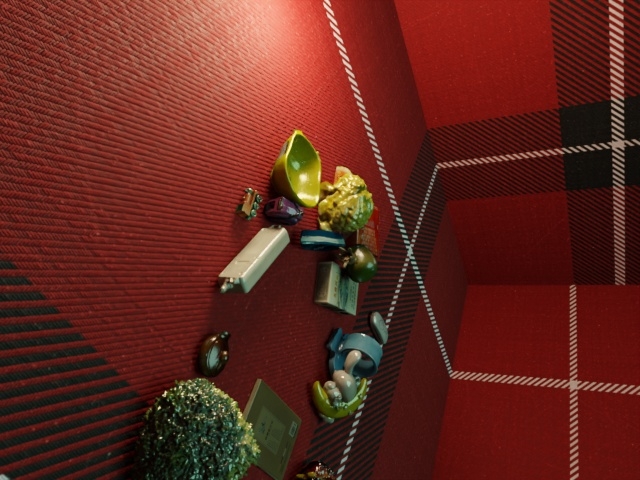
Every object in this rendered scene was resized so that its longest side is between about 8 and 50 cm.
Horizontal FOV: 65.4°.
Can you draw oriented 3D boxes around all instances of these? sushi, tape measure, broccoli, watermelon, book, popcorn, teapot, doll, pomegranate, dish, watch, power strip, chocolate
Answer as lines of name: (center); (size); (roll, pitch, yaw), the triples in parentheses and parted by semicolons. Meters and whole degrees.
sushi: (-0.018, 0.852, 1.724); (0.172, 0.153, 0.151); (28, 42, -33)
tape measure: (-0.119, -0.096, 1.643); (0.118, 0.125, 0.074); (24, 71, -43)
broccoli: (-0.270, 0.519, 1.183); (0.302, 0.249, 0.376); (19, 65, -56)
watermelon: (0.095, -0.237, 2.116); (0.094, 0.125, 0.135); (-28, 135, -27)
book: (-0.163, 0.615, 1.603); (0.310, 0.021, 0.217); (59, 40, -40)
popcorn: (0.086, -0.136, 1.968); (0.237, 0.251, 0.206); (58, -4, 18)
teapot: (-0.281, 0.309, 1.357); (0.098, 0.078, 0.129); (56, 41, -43)
doll: (0.077, 0.567, 1.893); (0.237, 0.111, 0.252); (-23, 113, -17)
pomegranate: (0.137, 0.085, 1.958); (0.191, 0.131, 0.152); (15, 40, -53)
dish: (-0.095, -0.234, 1.709); (0.221, 0.108, 0.263); (47, 41, -45)
watch: (0.142, 0.453, 1.994); (0.211, 0.193, 0.211); (10, 79, -63)
power strip: (-0.201, 0.059, 1.507); (0.338, 0.098, 0.058); (-53, 135, -49)
chocolate: (0.173, -0.054, 2.192); (0.237, 0.107, 0.235); (18, 72, -58)

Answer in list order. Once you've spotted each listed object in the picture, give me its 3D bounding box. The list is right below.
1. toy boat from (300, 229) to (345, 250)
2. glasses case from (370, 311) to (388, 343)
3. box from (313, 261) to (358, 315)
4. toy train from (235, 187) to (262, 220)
toy boat: (0.000, 0.000, 1.885); (0.299, 0.096, 0.062); (8, 73, -61)
glasses case: (0.283, 0.421, 2.400); (0.197, 0.049, 0.076); (64, 37, -36)
box: (0.070, 0.198, 2.014); (0.256, 0.069, 0.164); (34, 58, -56)
toy train: (-0.222, -0.115, 1.546); (0.064, 0.044, 0.103); (41, 52, -40)
